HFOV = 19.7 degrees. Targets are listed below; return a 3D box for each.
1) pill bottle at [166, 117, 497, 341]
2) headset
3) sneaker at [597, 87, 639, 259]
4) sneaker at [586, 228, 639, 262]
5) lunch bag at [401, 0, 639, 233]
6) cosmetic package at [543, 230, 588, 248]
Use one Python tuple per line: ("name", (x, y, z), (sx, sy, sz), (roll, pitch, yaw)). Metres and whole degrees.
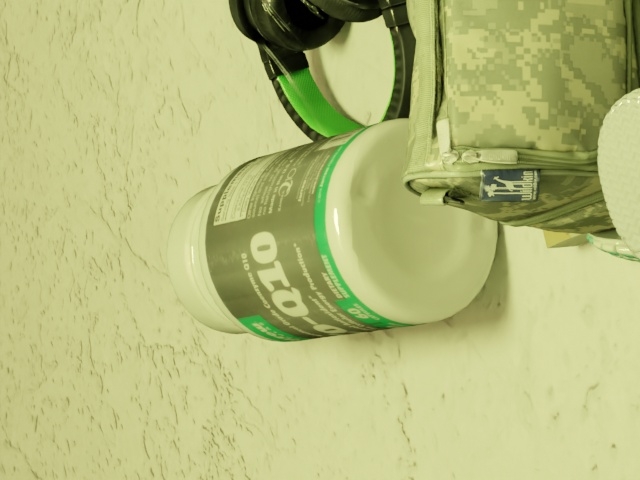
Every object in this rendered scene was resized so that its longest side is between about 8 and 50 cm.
("pill bottle", (0.000, 0.000, 1.917), (0.361, 0.204, 0.204), (-12, 84, 56))
("headset", (-0.021, -0.277, 1.929), (0.243, 0.185, 0.394), (-17, 91, 55))
("sneaker", (0.360, 0.042, 1.393), (0.137, 0.210, 0.366), (-30, 77, 59))
("sneaker", (0.304, -0.016, 1.612), (0.166, 0.065, 0.076), (7, 84, 52))
("lunch bag", (0.181, -0.161, 1.548), (0.212, 0.256, 0.305), (-17, 69, 54))
("cosmetic package", (0.230, -0.055, 1.717), (0.060, 0.041, 0.115), (-28, 71, 53))
